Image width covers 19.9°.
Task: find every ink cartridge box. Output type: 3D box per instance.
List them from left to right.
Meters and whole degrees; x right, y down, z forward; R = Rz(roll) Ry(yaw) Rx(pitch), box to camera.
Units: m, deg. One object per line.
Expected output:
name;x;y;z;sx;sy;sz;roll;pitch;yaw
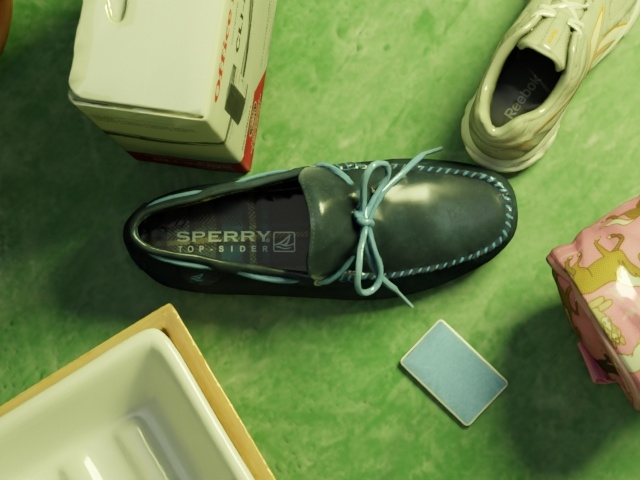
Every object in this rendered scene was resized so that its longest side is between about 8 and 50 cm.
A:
ink cartridge box;-0.114;-0.176;1.511;0.114;0.273;0.197;8;84;7

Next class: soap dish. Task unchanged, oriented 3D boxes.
soap dish;-0.189;0.227;1.549;0.291;0.118;0.229;-32;82;1

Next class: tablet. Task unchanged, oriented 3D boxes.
tablet;0.117;0.115;1.589;0.083;0.006;0.054;44;89;8

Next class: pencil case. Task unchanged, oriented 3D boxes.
pencil case;0.372;-0.017;1.497;0.386;0.160;0.167;-31;113;2

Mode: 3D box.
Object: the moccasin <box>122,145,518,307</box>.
moccasin;0.000;0.000;1.558;0.342;0.117;0.138;-10;83;5

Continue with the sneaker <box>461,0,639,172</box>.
sneaker;0.209;-0.181;1.558;0.099;0.121;0.262;26;86;7

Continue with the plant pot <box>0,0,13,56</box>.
plant pot;-0.440;-0.209;1.561;0.291;0.291;0.203;-43;65;-1
